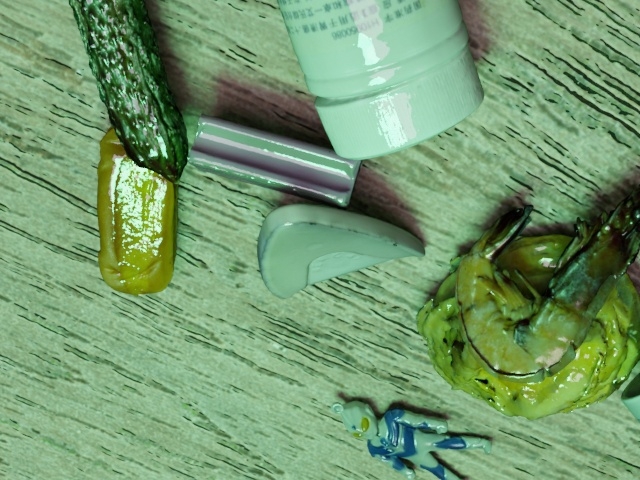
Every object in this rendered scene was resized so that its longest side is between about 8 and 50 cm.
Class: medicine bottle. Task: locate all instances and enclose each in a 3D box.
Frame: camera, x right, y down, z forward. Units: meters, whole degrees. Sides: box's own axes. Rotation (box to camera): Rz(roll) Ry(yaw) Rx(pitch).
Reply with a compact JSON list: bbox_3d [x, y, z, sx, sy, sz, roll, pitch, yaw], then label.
[{"bbox_3d":[0.049,-0.270,1.192,0.190,0.190,0.332,-14,112,15],"label":"medicine bottle"}]

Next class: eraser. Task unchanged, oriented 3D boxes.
[{"bbox_3d":[0.000,-0.001,1.331,0.204,0.243,0.059,-17,66,16],"label":"eraser"}]

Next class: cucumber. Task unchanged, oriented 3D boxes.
[{"bbox_3d":[-0.235,-0.234,1.271,0.096,0.096,0.359,-12,100,14],"label":"cucumber"}]

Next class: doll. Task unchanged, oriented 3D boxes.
[{"bbox_3d":[0.115,0.280,1.514,0.227,0.057,0.114,24,120,-4],"label":"doll"}]

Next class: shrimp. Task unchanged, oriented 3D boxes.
[{"bbox_3d":[0.267,0.030,1.296,0.178,0.075,0.289,32,88,23],"label":"shrimp"}]

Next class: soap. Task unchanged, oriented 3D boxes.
[{"bbox_3d":[-0.053,-0.094,1.326,0.203,0.122,0.065,15,90,1],"label":"soap"}]

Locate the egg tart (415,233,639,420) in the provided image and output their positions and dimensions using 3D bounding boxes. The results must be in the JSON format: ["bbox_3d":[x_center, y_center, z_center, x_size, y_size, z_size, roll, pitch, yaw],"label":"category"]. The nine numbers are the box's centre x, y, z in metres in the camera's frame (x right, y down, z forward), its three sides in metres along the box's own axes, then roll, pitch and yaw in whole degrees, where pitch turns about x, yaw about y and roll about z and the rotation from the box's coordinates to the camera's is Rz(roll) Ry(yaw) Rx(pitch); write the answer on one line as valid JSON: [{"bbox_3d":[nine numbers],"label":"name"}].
[{"bbox_3d":[0.265,0.127,1.384,0.297,0.132,0.297,6,120,10],"label":"egg tart"}]

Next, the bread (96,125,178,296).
[{"bbox_3d":[-0.231,-0.044,1.399,0.102,0.094,0.245,7,114,1],"label":"bread"}]

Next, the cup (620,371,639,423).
[{"bbox_3d":[0.539,0.252,1.289,0.212,0.212,0.317,-40,82,23],"label":"cup"}]
